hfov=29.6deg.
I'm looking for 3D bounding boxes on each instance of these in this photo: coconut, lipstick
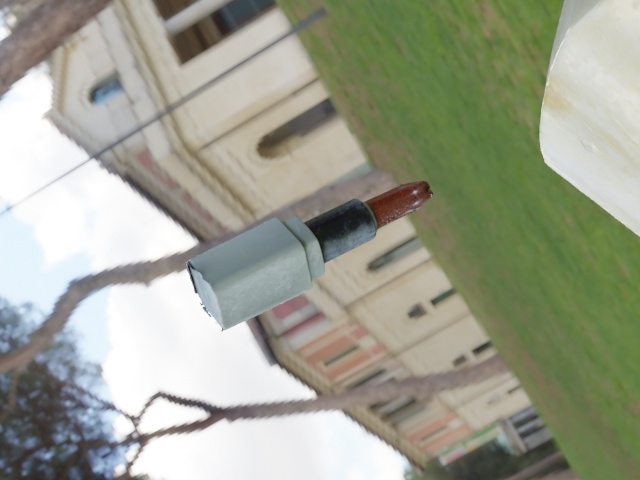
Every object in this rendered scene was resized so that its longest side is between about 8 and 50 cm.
[{"bbox_3d":[0.320,-0.135,0.970,0.323,0.323,0.323,58,-172,-13],"label":"coconut"},{"bbox_3d":[0.000,0.000,0.490,0.025,0.107,0.025,47,156,46],"label":"lipstick"}]
